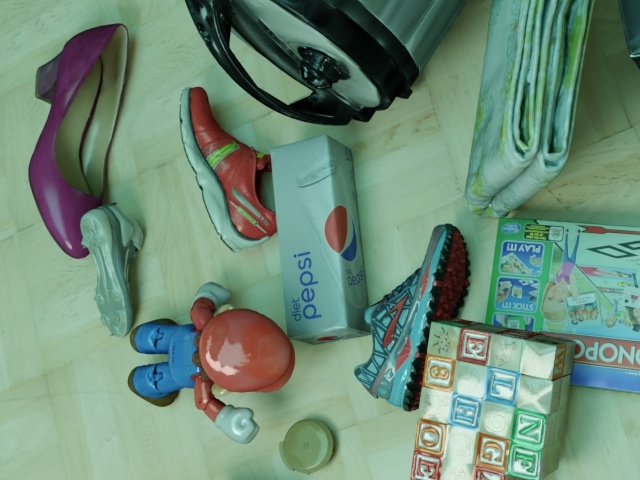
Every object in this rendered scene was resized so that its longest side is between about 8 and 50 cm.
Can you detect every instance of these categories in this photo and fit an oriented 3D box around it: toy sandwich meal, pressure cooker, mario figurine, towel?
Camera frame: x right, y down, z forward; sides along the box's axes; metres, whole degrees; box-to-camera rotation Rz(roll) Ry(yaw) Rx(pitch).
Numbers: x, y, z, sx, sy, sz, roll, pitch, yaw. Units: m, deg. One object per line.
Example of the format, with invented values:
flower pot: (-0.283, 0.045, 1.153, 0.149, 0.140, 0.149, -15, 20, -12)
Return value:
toy sandwich meal: (-0.017, 0.295, 1.806, 0.085, 0.029, 0.086, -6, 73, 21)
pressure cooker: (0.015, -0.375, 1.710, 0.369, 0.375, 0.420, 32, 85, 1)
mario figurine: (-0.139, 0.174, 1.821, 0.320, 0.170, 0.198, -8, 111, 51)
towel: (0.256, -0.211, 1.599, 0.090, 0.374, 0.321, 12, 83, -1)

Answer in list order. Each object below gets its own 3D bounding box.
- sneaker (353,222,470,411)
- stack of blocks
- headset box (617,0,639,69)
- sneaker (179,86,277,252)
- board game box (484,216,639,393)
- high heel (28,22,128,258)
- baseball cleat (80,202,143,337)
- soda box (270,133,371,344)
sneaker: (0.115, 0.094, 1.740, 0.125, 0.104, 0.262, 17, 87, 30)
stack of blocks: (0.215, 0.261, 1.632, 0.171, 0.087, 0.297, 10, 95, 27)
headset box: (0.446, -0.313, 1.561, 0.131, 0.283, 0.246, -13, 74, 23)
sneaker: (-0.132, -0.116, 1.925, 0.118, 0.107, 0.279, -22, 72, 1)
board game box: (0.374, 0.087, 1.646, 0.317, 0.046, 0.214, 4, 80, 27)
high heel: (-0.366, -0.165, 2.011, 0.181, 0.127, 0.377, -26, 65, 31)
baseball cleat: (-0.309, 0.043, 1.978, 0.072, 0.109, 0.206, 4, 111, 37)
soda box: (0.000, 0.000, 1.822, 0.098, 0.091, 0.286, -12, 75, 23)
